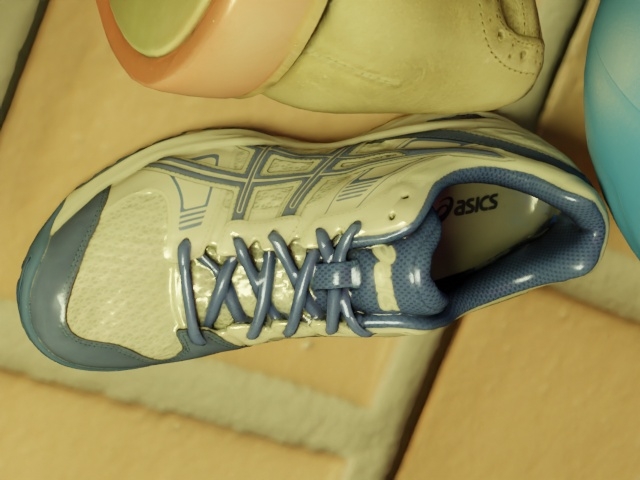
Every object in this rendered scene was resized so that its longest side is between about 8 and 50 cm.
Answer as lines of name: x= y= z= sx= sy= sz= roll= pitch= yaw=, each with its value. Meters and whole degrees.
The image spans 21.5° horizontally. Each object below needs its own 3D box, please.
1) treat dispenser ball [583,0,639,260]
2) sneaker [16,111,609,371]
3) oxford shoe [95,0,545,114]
treat dispenser ball: x=0.275 y=-0.074 z=0.833 sx=0.288 sy=0.288 sz=0.288 roll=-5 pitch=105 yaw=-20
sneaker: x=0.000 y=0.000 z=0.830 sx=0.296 sy=0.131 sz=0.112 roll=-17 pitch=111 yaw=-16
oxford shoe: x=-0.015 y=-0.199 z=0.657 sx=0.146 sy=0.397 sz=0.140 roll=13 pitch=142 yaw=-29
